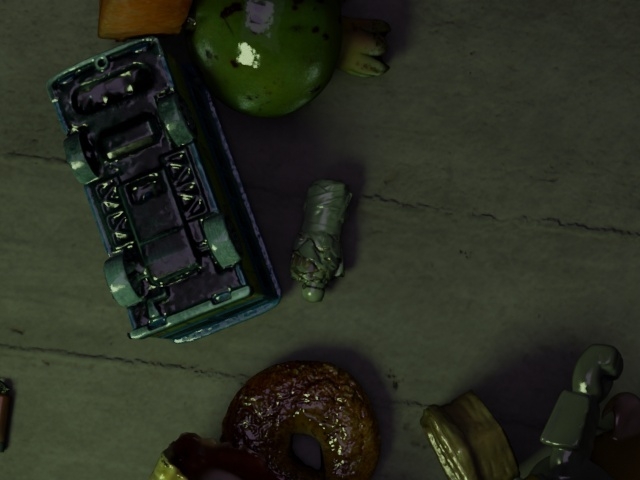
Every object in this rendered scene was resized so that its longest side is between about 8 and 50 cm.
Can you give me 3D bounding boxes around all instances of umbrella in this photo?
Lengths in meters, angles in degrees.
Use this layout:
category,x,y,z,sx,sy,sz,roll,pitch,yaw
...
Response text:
category,x,y,z,sx,sy,sz,roll,pitch,yaw
umbrella,0.000,0.000,1.829,0.067,0.062,0.143,10,83,-23

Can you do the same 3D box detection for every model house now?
category,x,y,z,sx,sy,sz,roll,pitch,yaw
model house,-0.109,0.335,1.720,0.254,0.160,0.196,28,114,6

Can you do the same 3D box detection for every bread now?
category,x,y,z,sx,sy,sz,roll,pitch,yaw
bread,-0.025,0.225,1.801,0.193,0.064,0.193,0,86,4

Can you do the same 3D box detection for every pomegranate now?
category,x,y,z,sx,sy,sz,roll,pitch,yaw
pomegranate,-0.037,-0.237,1.807,0.248,0.202,0.202,6,83,-23

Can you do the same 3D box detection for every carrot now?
category,x,y,z,sx,sy,sz,roll,pitch,yaw
carrot,-0.189,-0.354,1.783,0.100,0.307,0.258,11,121,-13

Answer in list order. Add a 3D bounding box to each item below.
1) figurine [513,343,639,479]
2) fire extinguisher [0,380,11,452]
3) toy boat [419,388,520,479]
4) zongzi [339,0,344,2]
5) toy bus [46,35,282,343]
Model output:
category,x,y,z,sx,sy,sz,roll,pitch,yaw
figurine,0.288,0.286,1.667,0.167,0.285,0.342,30,126,33
fire extinguisher,-0.376,0.204,1.866,0.028,0.022,0.083,2,82,38
toy boat,0.161,0.221,1.718,0.061,0.188,0.116,-27,81,-5
zongzi,0.020,-0.329,1.877,0.076,0.040,0.083,-46,63,-7
toy bus,-0.173,-0.051,1.784,0.152,0.190,0.312,-22,81,9
